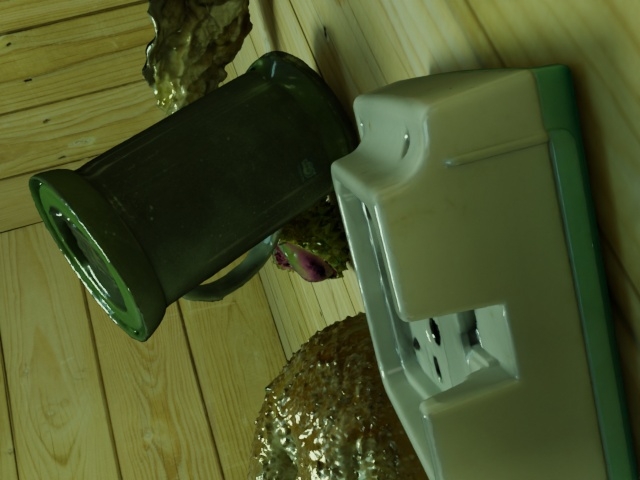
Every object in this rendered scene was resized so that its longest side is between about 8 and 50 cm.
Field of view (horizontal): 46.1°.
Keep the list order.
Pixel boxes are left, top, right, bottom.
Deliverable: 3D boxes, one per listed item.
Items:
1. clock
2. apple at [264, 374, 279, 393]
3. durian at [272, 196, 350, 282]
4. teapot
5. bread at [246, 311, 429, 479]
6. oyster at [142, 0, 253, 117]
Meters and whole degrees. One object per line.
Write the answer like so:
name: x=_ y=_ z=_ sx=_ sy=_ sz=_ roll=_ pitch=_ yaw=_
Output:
clock: x=0.080 y=0.030 z=0.479 sx=0.231 sy=0.116 sz=0.262 roll=-137 pitch=32 yaw=-75
apple: x=-0.011 y=0.403 z=1.531 sx=0.254 sy=0.179 sz=0.346 roll=35 pitch=141 yaw=56
durian: x=0.002 y=0.003 z=1.065 sx=0.108 sy=0.119 sz=0.186 roll=34 pitch=165 yaw=10
teapot: x=-0.114 y=-0.045 z=0.853 sx=0.200 sy=0.337 sz=0.270 roll=34 pitch=149 yaw=36
bread: x=0.027 y=0.218 z=0.728 sx=0.305 sy=0.159 sz=0.305 roll=-34 pitch=51 yaw=57
oyster: x=-0.163 y=-0.317 z=1.078 sx=0.238 sy=0.115 sz=0.351 roll=-67 pitch=-1 yaw=-63
